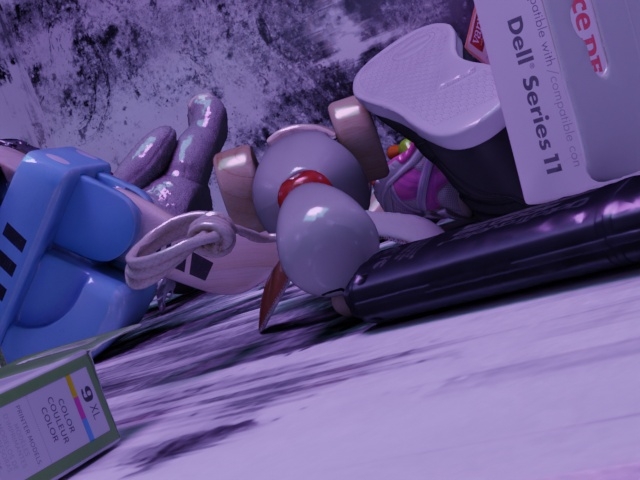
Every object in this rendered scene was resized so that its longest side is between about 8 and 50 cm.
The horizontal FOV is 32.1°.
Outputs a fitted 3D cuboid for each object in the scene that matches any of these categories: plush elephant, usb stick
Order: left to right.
[{"bbox_3d":[-0.284,-0.026,1.572,0.255,0.271,0.330,6,37,14],"label":"plush elephant"},{"bbox_3d":[0.132,0.003,0.654,0.278,0.045,0.077,-17,12,41],"label":"usb stick"}]

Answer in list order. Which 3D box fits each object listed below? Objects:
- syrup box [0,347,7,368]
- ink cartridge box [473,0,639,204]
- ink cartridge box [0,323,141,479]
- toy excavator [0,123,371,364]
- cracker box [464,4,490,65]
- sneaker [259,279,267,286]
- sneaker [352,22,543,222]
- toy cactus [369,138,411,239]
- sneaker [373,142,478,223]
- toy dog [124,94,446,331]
[{"bbox_3d":[-0.315,0.139,0.709,0.237,0.093,0.096,-24,5,-36],"label":"syrup box"},{"bbox_3d":[0.226,-0.148,0.792,0.353,0.207,0.119,-14,0,-41],"label":"ink cartridge box"},{"bbox_3d":[-0.192,0.115,0.637,0.109,0.062,0.209,-19,4,28],"label":"ink cartridge box"},{"bbox_3d":[-0.217,0.011,1.212,0.222,0.445,0.432,-62,-3,-82],"label":"toy excavator"},{"bbox_3d":[0.270,-0.166,1.035,0.156,0.232,0.067,-24,-39,-30],"label":"cracker box"},{"bbox_3d":[-0.008,0.001,1.286,0.152,0.058,0.084,-26,10,22],"label":"sneaker"},{"bbox_3d":[0.121,-0.089,0.944,0.105,0.147,0.296,-37,25,2],"label":"sneaker"},{"bbox_3d":[0.108,-0.054,1.349,0.180,0.112,0.219,-45,18,-29],"label":"toy cactus"},{"bbox_3d":[0.133,-0.059,1.127,0.103,0.111,0.252,-28,-16,-19],"label":"sneaker"},{"bbox_3d":[0.000,0.000,0.934,0.220,0.161,0.333,-16,20,22],"label":"toy dog"}]
